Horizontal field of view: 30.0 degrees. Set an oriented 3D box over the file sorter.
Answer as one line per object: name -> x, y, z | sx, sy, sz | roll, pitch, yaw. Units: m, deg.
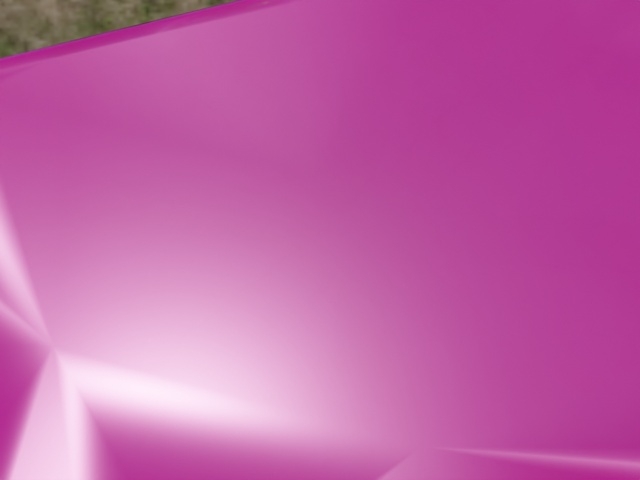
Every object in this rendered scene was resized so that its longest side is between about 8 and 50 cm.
file sorter -> 0.000, 0.000, 0.496 | 0.182, 0.291, 0.202 | -105, 2, -80
